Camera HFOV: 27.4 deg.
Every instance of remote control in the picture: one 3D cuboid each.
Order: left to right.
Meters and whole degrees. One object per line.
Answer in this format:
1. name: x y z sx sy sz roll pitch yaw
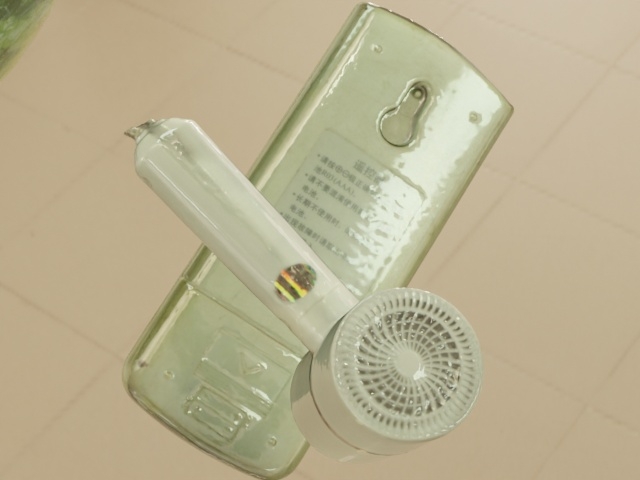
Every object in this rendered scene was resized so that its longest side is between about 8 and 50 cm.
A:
1. remote control: 0.000 0.000 0.642 0.098 0.038 0.233 34 80 -11

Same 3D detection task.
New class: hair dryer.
1. hair dryer: -0.013 0.013 0.421 0.137 0.082 0.047 46 73 2

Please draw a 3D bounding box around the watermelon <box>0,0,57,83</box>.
1. watermelon: -0.189 -0.201 0.575 0.180 0.305 0.224 6 14 1
